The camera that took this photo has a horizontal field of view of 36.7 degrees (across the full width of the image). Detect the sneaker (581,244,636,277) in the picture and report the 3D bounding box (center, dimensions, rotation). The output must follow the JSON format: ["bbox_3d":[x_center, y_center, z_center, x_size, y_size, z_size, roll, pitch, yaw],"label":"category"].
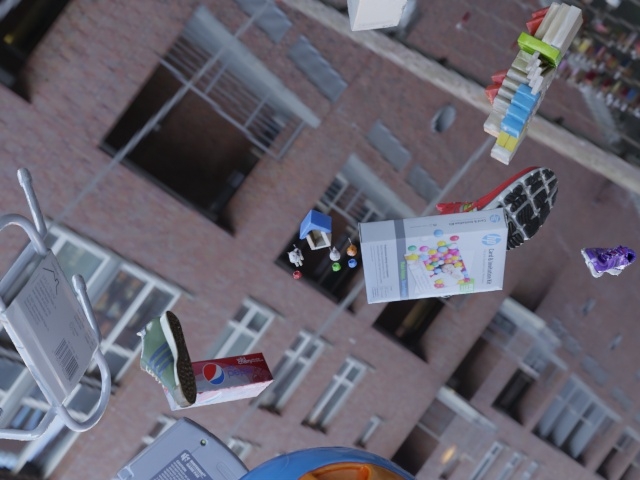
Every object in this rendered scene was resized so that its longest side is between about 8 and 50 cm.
[{"bbox_3d":[0.617,0.033,2.065,0.170,0.071,0.068,-3,-116,-47],"label":"sneaker"}]

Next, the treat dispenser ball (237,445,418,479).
[{"bbox_3d":[0.008,0.353,0.972,0.288,0.288,0.288,36,179,0],"label":"treat dispenser ball"}]

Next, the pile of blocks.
[{"bbox_3d":[0.397,-0.323,1.942,0.113,0.362,0.149,30,-149,15],"label":"pile of blocks"}]

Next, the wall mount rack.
[{"bbox_3d":[-0.377,0.078,1.280,0.130,0.304,0.350,2,131,20],"label":"wall mount rack"}]

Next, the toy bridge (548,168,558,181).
[{"bbox_3d":[0.448,-0.109,2.170,0.026,0.188,0.063,-8,-113,-41],"label":"toy bridge"}]

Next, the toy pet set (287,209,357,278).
[{"bbox_3d":[0.000,0.000,1.781,0.114,0.122,0.065,-87,-21,-49],"label":"toy pet set"}]

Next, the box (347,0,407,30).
[{"bbox_3d":[0.102,-0.462,1.686,0.094,0.113,0.275,-7,176,-4],"label":"box"}]

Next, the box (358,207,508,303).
[{"bbox_3d":[0.148,0.022,1.274,0.145,0.186,0.038,81,-177,-54],"label":"box"}]

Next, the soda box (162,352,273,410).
[{"bbox_3d":[-0.249,0.342,2.360,0.263,0.092,0.083,-2,-124,-43],"label":"soda box"}]

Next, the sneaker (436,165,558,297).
[{"bbox_3d":[0.229,-0.035,1.441,0.118,0.279,0.107,41,161,49],"label":"sneaker"}]

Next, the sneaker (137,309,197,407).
[{"bbox_3d":[-0.290,0.231,1.789,0.064,0.086,0.192,38,-150,-58],"label":"sneaker"}]

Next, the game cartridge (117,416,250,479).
[{"bbox_3d":[-0.228,0.500,1.893,0.294,0.196,0.060,51,178,-7],"label":"game cartridge"}]
